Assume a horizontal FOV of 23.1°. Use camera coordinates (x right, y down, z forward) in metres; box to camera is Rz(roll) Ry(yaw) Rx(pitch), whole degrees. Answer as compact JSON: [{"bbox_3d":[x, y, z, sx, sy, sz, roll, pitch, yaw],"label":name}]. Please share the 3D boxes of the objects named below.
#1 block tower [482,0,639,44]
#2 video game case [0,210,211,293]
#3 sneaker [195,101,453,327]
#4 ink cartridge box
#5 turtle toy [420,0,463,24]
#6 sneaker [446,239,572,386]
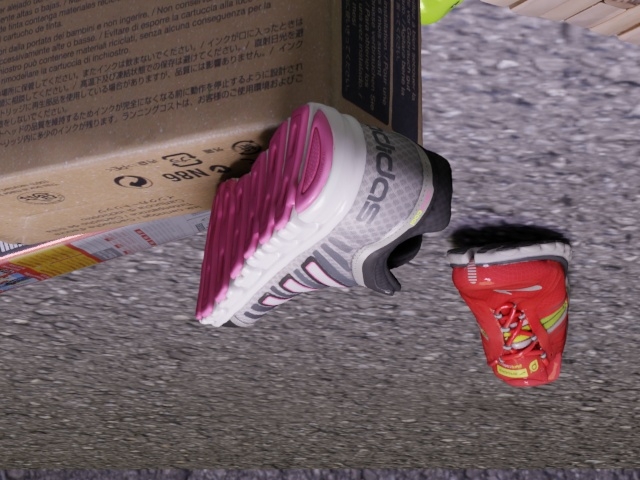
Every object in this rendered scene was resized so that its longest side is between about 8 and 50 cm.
[{"bbox_3d":[0.239,-0.137,0.790,0.335,0.097,0.091,9,162,-31],"label":"block tower"},{"bbox_3d":[-0.190,0.007,1.079,0.285,0.025,0.204,-17,176,-3],"label":"video game case"},{"bbox_3d":[0.000,0.000,0.635,0.074,0.063,0.170,13,155,-18],"label":"sneaker"},{"bbox_3d":[-0.074,-0.112,0.714,0.234,0.193,0.088,-9,161,30],"label":"ink cartridge box"},{"bbox_3d":[0.021,-0.139,0.840,0.130,0.066,0.095,-10,160,34],"label":"turtle toy"},{"bbox_3d":[0.186,0.073,1.440,0.107,0.118,0.279,-5,162,18],"label":"sneaker"}]
